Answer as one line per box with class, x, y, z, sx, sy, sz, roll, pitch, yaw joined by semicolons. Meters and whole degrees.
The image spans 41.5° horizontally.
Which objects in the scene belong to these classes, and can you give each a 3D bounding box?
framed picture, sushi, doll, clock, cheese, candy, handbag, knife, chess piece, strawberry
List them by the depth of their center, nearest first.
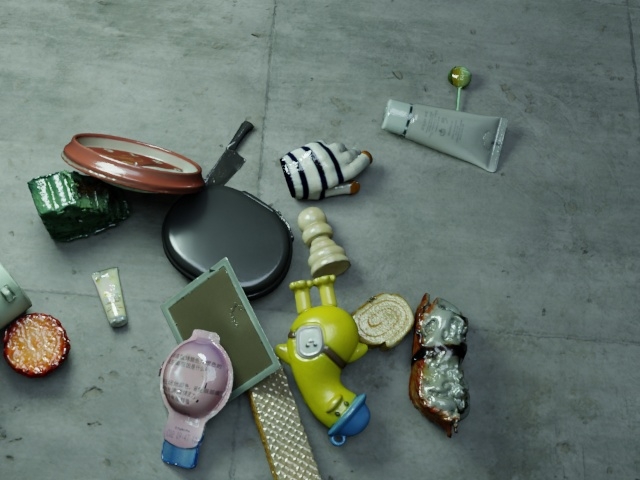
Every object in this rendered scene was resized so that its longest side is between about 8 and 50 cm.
cheese;-0.271;0.330;1.779;0.189;0.074;0.286;4;79;28
strawberry;-0.601;0.225;1.796;0.145;0.086;0.145;4;64;-9
framed picture;-0.218;0.204;1.823;0.216;0.016;0.273;-35;72;24
doll;0.007;0.263;1.830;0.199;0.145;0.363;-10;79;1
sushi;0.266;0.267;1.870;0.130;0.124;0.332;6;64;3
clock;-0.417;-0.161;1.891;0.319;0.318;0.080;18;103;0
handbag;-0.210;0.004;1.938;0.308;0.093;0.253;32;66;7
chess piece;0.000;0.000;1.976;0.094;0.094;0.170;-14;62;-13
knife;-0.222;-0.193;2.059;0.060;0.028;0.230;34;69;-6
candy;0.356;-0.359;2.193;0.061;0.061;0.202;8;75;-4

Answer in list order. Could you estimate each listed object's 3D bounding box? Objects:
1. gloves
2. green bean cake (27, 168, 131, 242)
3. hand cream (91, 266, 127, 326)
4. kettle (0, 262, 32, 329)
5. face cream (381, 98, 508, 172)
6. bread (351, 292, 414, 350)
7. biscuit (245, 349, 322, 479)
gloves;0.021;-0.179;2.028;0.219;0.131;0.140;-18;73;-5
green bean cake;-0.531;-0.087;1.874;0.193;0.208;0.107;-16;73;-11
hand cream;-0.465;0.125;1.886;0.061;0.039;0.143;-18;66;-12
kettle;-0.765;0.173;1.728;0.318;0.205;0.265;-40;70;-20
face cream;0.311;-0.279;2.126;0.314;0.089;0.143;15;86;-4
bread;0.140;0.187;1.915;0.149;0.073;0.122;-36;77;-19
biscuit;-0.083;0.398;1.763;0.094;0.054;0.378;-10;54;-17
